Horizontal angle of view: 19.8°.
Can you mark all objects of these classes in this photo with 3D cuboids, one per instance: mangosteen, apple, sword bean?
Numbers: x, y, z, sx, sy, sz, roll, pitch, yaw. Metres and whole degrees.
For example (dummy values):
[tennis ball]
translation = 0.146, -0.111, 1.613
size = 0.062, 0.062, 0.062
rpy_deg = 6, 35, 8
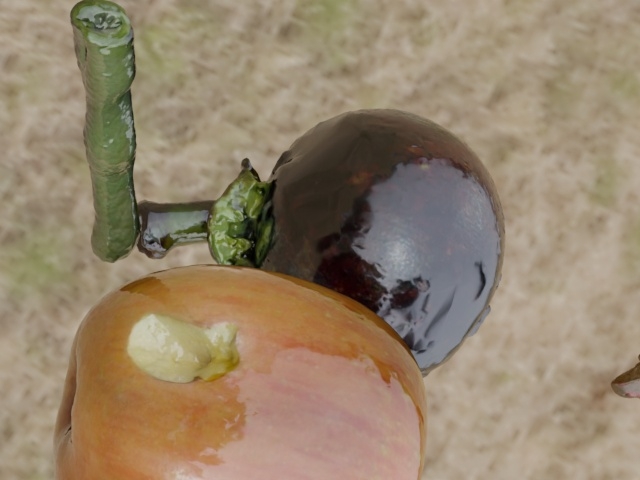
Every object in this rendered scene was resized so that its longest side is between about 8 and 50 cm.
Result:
[mangosteen]
translation = 0.000, 0.000, 1.428
size = 0.289, 0.231, 0.231
rpy_deg = 14, 103, -13
[apple]
translation = -0.058, 0.130, 1.185
size = 0.242, 0.241, 0.242
rpy_deg = 15, 90, -90
[sword bean]
translation = -0.128, -0.062, 1.120
size = 0.269, 0.038, 0.043
rpy_deg = 98, 0, -61

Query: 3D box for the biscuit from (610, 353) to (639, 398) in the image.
[biscuit]
translation = 0.293, 0.090, 1.444
size = 0.119, 0.019, 0.130
rpy_deg = -10, 147, -24
